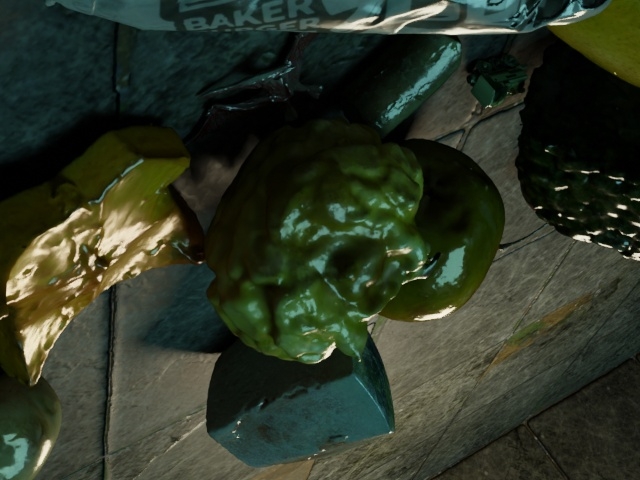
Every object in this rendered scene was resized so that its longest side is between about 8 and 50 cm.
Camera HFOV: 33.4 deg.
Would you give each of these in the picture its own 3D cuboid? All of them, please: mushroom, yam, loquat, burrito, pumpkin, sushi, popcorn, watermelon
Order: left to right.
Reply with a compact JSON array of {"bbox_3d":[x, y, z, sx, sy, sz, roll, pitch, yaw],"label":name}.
[{"bbox_3d":[-0.341,0.208,1.141,0.148,0.112,0.148,-50,-170,12],"label":"mushroom"},{"bbox_3d":[-0.213,0.010,0.944,0.258,0.095,0.290,-41,168,-17],"label":"pumpkin"},{"bbox_3d":[-0.039,0.207,1.462,0.258,0.228,0.387,-20,163,-15],"label":"watermelon"},{"bbox_3d":[0.004,0.005,1.042,0.249,0.225,0.249,-46,-160,22],"label":"popcorn"},{"bbox_3d":[0.037,-0.207,0.725,0.445,0.101,0.139,-1,114,-16],"label":"burrito"},{"bbox_3d":[0.080,-0.162,1.078,0.146,0.070,0.069,-43,156,15],"label":"yam"},{"bbox_3d":[0.106,-0.004,1.251,0.213,0.213,0.246,-28,164,-19],"label":"loquat"},{"bbox_3d":[0.413,-0.126,1.252,0.294,0.351,0.178,-60,159,-26],"label":"sushi"}]

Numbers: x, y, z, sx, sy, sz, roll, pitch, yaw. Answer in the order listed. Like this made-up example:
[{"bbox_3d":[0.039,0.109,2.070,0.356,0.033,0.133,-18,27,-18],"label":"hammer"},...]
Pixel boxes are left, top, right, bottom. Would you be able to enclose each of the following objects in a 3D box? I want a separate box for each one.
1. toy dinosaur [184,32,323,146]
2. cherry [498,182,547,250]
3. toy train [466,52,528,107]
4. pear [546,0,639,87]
[{"bbox_3d":[-0.045,-0.142,0.985,0.220,0.032,0.108,-39,160,13],"label":"toy dinosaur"},{"bbox_3d":[0.323,-0.082,1.517,0.188,0.115,0.148,-26,175,-10],"label":"cherry"},{"bbox_3d":[0.207,-0.185,1.225,0.083,0.053,0.033,-18,151,-34],"label":"toy train"},{"bbox_3d":[0.347,-0.256,1.019,0.336,0.285,0.285,-18,155,-4],"label":"pear"}]
